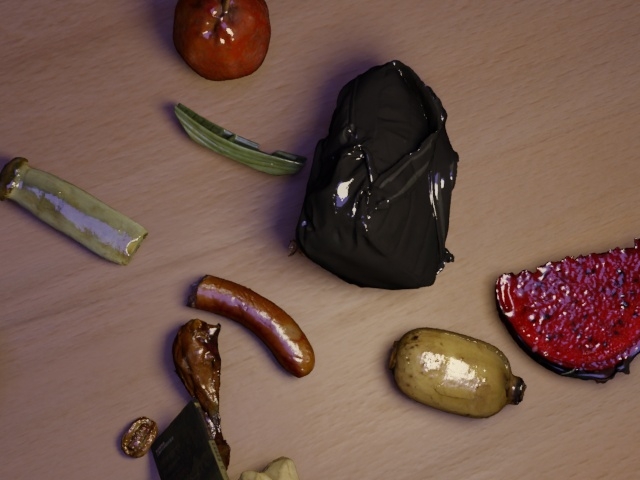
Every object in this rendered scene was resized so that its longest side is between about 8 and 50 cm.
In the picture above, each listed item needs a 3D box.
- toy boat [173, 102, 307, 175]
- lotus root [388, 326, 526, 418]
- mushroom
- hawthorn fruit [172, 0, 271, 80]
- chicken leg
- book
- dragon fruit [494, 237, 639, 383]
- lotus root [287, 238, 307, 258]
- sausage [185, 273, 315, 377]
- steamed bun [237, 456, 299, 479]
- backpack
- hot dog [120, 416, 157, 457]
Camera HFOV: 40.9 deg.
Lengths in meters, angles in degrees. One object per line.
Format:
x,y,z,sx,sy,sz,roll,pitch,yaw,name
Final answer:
-0.172,-0.200,1.774,0.293,0.093,0.055,23,106,-3,toy boat
0.278,0.270,1.737,0.284,0.146,0.160,16,100,2,lotus root
-0.502,-0.059,1.718,0.312,0.081,0.099,30,83,-6,mushroom
-0.198,-0.434,1.712,0.211,0.262,0.210,0,82,-4,hawthorn fruit
-0.226,0.304,1.685,0.093,0.113,0.304,-7,82,-42,chicken leg
-0.241,0.437,1.610,0.160,0.024,0.228,-49,50,25,book
0.538,0.164,1.802,0.344,0.100,0.282,-11,85,-5,dragon fruit
0.000,0.000,1.775,0.150,0.062,0.073,-13,86,-20,lotus root
-0.132,0.163,1.733,0.302,0.076,0.102,33,87,0,sausage
-0.091,0.561,1.618,0.137,0.295,0.292,-25,63,30,steamed bun
0.134,-0.134,1.695,0.255,0.363,0.445,-5,68,34,backpack
-0.357,0.390,1.694,0.058,0.035,0.083,31,80,5,hot dog
